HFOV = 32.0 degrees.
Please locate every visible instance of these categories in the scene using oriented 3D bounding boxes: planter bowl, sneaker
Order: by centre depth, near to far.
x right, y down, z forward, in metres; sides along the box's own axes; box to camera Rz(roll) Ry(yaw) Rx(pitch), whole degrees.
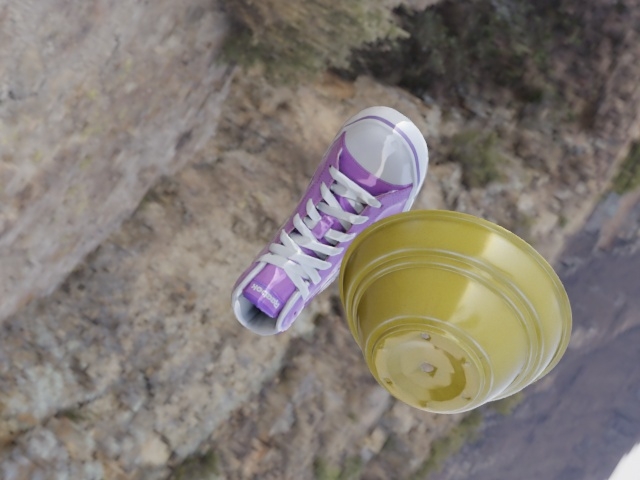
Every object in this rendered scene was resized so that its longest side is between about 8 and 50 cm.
[{"bbox_3d":[0.104,0.086,0.980,0.090,0.217,0.217,-60,173,-46],"label":"planter bowl"},{"bbox_3d":[0.001,0.001,1.090,0.161,0.102,0.282,-50,175,-44],"label":"sneaker"}]
